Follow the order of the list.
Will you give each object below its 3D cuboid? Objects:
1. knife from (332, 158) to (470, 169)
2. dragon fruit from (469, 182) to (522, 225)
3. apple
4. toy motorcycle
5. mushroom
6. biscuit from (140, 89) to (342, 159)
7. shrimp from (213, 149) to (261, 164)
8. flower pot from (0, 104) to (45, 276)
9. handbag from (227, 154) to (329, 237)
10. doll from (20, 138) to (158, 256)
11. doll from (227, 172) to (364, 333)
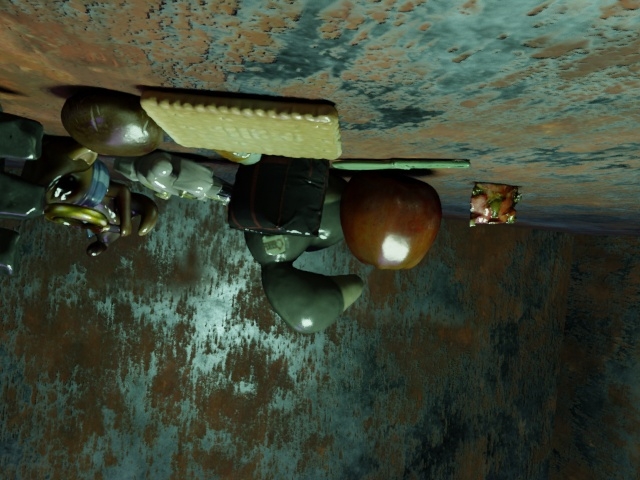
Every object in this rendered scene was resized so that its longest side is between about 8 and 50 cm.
[{"bbox_3d":[0.144,-0.146,1.010,0.293,0.020,0.043,6,179,32],"label":"knife"},{"bbox_3d":[0.423,-0.083,1.240,0.096,0.102,0.147,16,-163,40],"label":"dragon fruit"},{"bbox_3d":[0.153,-0.047,1.144,0.233,0.234,0.234,6,-179,0],"label":"apple"},{"bbox_3d":[-0.366,-0.158,1.312,0.340,0.108,0.223,14,175,25],"label":"toy motorcycle"},{"bbox_3d":[-0.296,-0.159,0.753,0.135,0.080,0.170,16,174,-19],"label":"mushroom"},{"bbox_3d":[-0.096,-0.153,0.703,0.249,0.030,0.160,6,171,6],"label":"biscuit"},{"bbox_3d":[-0.096,-0.161,0.854,0.166,0.049,0.161,-2,176,21],"label":"shrimp"},{"bbox_3d":[-0.537,-0.082,0.706,0.282,0.299,0.299,14,178,-21],"label":"flower pot"},{"bbox_3d":[-0.081,-0.095,1.012,0.155,0.169,0.215,9,176,-36],"label":"handbag"},{"bbox_3d":[-0.575,-0.096,1.285,0.317,0.209,0.340,21,160,22],"label":"doll"},{"bbox_3d":[-0.020,0.007,1.295,0.382,0.379,0.252,-16,-171,-36],"label":"doll"}]
